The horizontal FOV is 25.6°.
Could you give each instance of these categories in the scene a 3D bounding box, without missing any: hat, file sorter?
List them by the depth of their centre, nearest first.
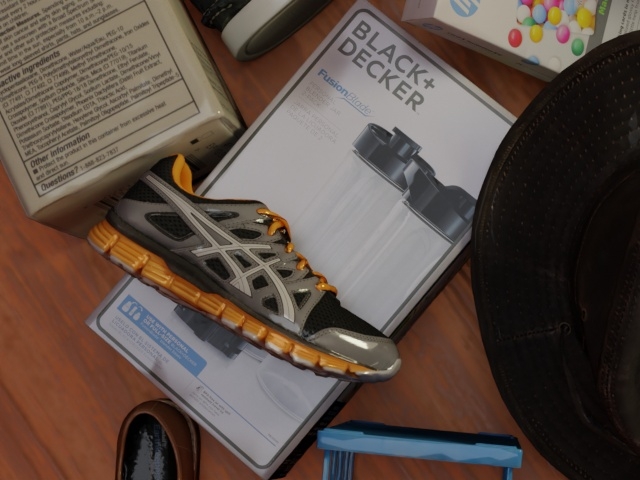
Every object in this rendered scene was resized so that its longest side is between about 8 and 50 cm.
[{"bbox_3d":[0.222,0.043,0.809,0.331,0.134,0.331,5,106,19],"label":"hat"},{"bbox_3d":[0.063,0.172,0.883,0.118,0.170,0.104,4,85,7],"label":"file sorter"}]

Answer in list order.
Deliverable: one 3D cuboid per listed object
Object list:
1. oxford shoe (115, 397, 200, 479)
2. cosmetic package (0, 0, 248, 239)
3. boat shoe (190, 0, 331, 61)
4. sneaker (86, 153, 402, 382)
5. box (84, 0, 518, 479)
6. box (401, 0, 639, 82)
[{"bbox_3d":[-0.111,0.213,0.946,0.076,0.076,0.212,-9,82,4],"label":"oxford shoe"},{"bbox_3d":[-0.180,-0.167,0.982,0.153,0.129,0.296,-26,80,4],"label":"cosmetic package"},{"bbox_3d":[0.030,-0.253,0.978,0.302,0.114,0.091,-39,85,-1],"label":"boat shoe"},{"bbox_3d":[-0.040,0.020,0.874,0.215,0.084,0.083,30,82,11],"label":"sneaker"},{"bbox_3d":[0.000,0.000,0.957,0.169,0.087,0.290,41,88,10],"label":"box"},{"bbox_3d":[0.150,-0.184,0.932,0.186,0.038,0.145,17,84,-32],"label":"box"}]
